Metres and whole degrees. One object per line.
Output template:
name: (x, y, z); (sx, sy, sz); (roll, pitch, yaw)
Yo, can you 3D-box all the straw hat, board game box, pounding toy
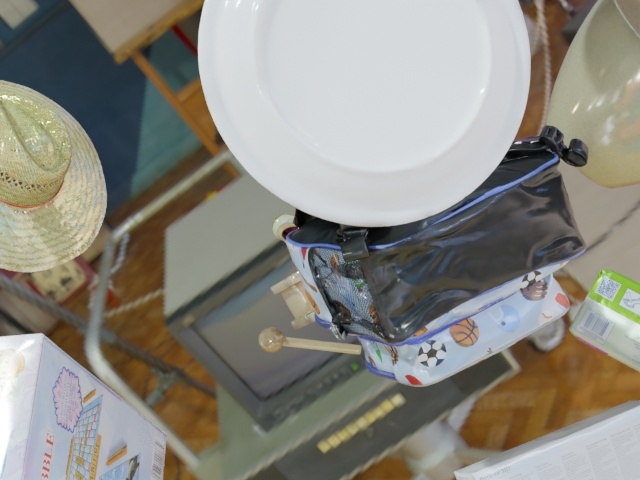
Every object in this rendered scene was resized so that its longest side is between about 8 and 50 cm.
straw hat: (-0.188, -0.058, 0.667); (0.061, 0.144, 0.144); (-42, 15, 50)
board game box: (-0.251, 0.297, 1.052); (0.066, 0.318, 0.318); (-6, 61, 13)
pounding toy: (0.026, 0.095, 1.620); (0.270, 0.154, 0.154); (-30, -1, -6)

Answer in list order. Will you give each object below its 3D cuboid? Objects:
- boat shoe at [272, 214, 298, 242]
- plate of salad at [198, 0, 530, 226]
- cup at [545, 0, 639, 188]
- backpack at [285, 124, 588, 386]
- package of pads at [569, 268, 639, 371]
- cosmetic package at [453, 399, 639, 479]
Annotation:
boat shoe: (0.000, 0.000, 1.480); (0.045, 0.135, 0.050); (-117, 39, -69)
plate of salad: (0.027, -0.107, 0.627); (0.200, 0.200, 0.048); (-45, 5, -12)
cup: (0.512, -0.224, 1.754); (0.237, 0.331, 0.331); (-46, 20, 31)
backpack: (0.101, 0.013, 1.058); (0.277, 0.213, 0.263); (-19, 16, -22)
package of pads: (0.445, 0.129, 1.357); (0.101, 0.229, 0.296); (-63, -16, 6)
cosmetic package: (0.276, 0.262, 1.186); (0.239, 0.098, 0.060); (-17, -2, -18)
